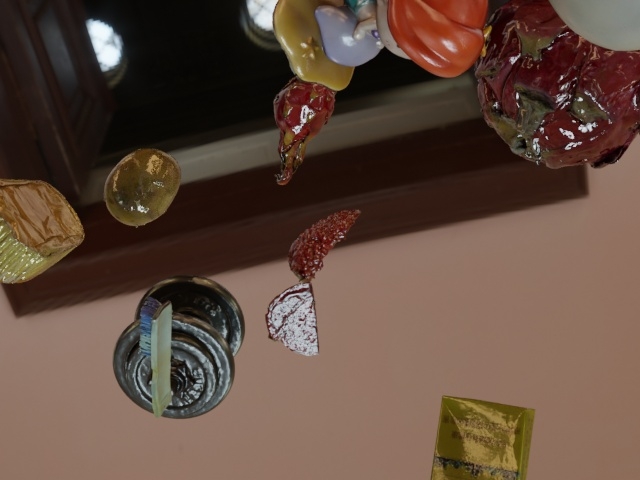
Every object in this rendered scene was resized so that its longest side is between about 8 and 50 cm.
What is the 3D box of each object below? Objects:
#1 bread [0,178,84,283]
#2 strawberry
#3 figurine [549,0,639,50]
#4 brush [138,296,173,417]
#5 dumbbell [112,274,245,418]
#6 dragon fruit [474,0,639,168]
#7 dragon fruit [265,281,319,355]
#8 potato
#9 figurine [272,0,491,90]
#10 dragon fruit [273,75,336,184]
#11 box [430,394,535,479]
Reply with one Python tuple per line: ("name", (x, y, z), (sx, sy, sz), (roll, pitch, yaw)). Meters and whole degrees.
("bread", (-0.540, -0.016, 1.725), (0.133, 0.179, 0.250), (-41, -179, 16))
("strawberry", (-0.005, -0.002, 2.184), (0.208, 0.087, 0.167), (-56, -175, -4))
("figurine", (0.384, -0.297, 0.919), (0.394, 0.227, 0.274), (-10, 171, -45))
("brush", (-0.180, 0.130, 1.069), (0.030, 0.179, 0.033), (19, -134, 10))
("dumbbell", (-0.225, 0.170, 1.586), (0.192, 0.192, 0.290), (-9, -158, 7))
("dragon fruit", (0.392, -0.270, 1.526), (0.329, 0.329, 0.329), (-10, -150, 6))
("dragon fruit", (-0.059, 0.150, 1.988), (0.106, 0.162, 0.083), (-7, -157, 0))
("potato", (-0.365, -0.106, 1.995), (0.137, 0.176, 0.137), (28, -155, -14))
("figurine", (0.085, -0.290, 1.189), (0.257, 0.181, 0.208), (-3, -131, 44))
("dragon fruit", (-0.043, -0.181, 1.552), (0.094, 0.191, 0.094), (23, -159, -10))
("box", (0.246, 0.394, 1.555), (0.153, 0.279, 0.041), (3, 169, 34))
